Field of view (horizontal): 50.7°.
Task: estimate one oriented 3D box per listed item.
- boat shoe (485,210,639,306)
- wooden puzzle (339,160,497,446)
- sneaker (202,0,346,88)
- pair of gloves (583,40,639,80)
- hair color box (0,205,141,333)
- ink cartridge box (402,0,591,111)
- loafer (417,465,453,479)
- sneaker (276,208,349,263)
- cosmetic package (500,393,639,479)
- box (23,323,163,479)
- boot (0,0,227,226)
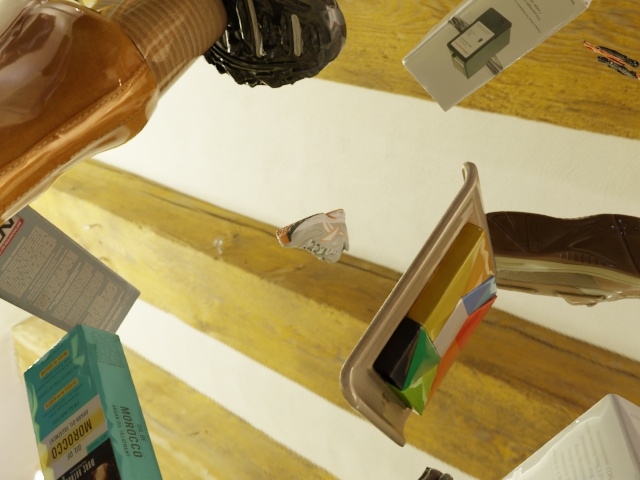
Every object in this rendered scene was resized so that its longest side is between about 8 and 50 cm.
[{"bbox_3d":[0.389,0.034,0.994,0.341,0.121,0.110,9,-42,13],"label":"boat shoe"},{"bbox_3d":[0.114,0.075,0.648,0.044,0.238,0.221,23,-16,28],"label":"wooden puzzle"},{"bbox_3d":[-0.064,-0.194,0.482,0.271,0.108,0.100,41,-32,41],"label":"sneaker"},{"bbox_3d":[0.367,-0.221,0.835,0.074,0.083,0.010,41,-72,36],"label":"pair of gloves"},{"bbox_3d":[-0.416,0.022,0.917,0.185,0.113,0.374,24,-17,19],"label":"hair color box"},{"bbox_3d":[0.284,-0.349,1.049,0.115,0.198,0.273,48,-45,-9],"label":"ink cartridge box"},{"bbox_3d":[0.060,0.406,0.859,0.095,0.302,0.109,23,-31,31],"label":"loafer"},{"bbox_3d":[0.000,0.000,1.585,0.099,0.262,0.121,-21,-92,33],"label":"sneaker"},{"bbox_3d":[0.275,0.424,0.814,0.161,0.230,0.453,30,-58,-12],"label":"cosmetic package"},{"bbox_3d":[-0.233,0.214,0.697,0.100,0.060,0.244,-40,-126,13],"label":"box"},{"bbox_3d":[-0.219,-0.098,0.429,0.295,0.211,0.104,11,-43,38],"label":"boot"}]
